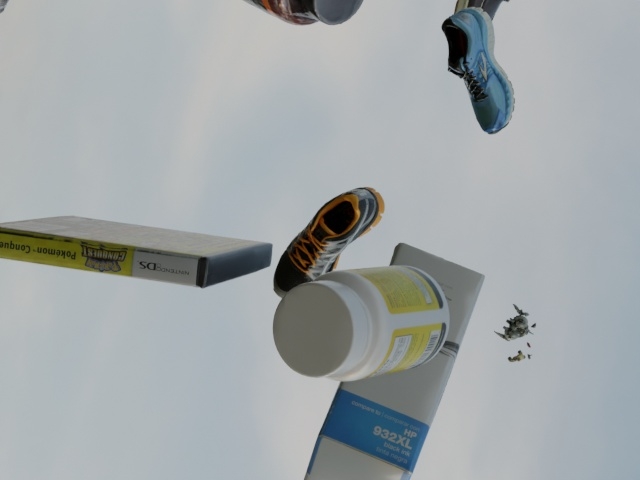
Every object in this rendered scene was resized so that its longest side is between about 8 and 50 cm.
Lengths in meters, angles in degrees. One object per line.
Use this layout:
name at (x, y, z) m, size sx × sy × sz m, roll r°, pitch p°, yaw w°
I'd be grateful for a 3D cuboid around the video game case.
video game case at (-0.204, 0.009, 1.721) m, size 0.275 × 0.248 × 0.035 m, roll -14°, pitch 111°, yaw -78°

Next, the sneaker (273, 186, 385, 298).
sneaker at (0.000, 0.000, 2.336) m, size 0.215 × 0.084 × 0.083 m, roll -50°, pitch 163°, yaw 11°

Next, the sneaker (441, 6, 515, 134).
sneaker at (0.186, -0.207, 1.966) m, size 0.063 × 0.073 × 0.162 m, roll -21°, pitch -94°, yaw 48°

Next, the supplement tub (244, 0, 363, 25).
supplement tub at (-0.041, -0.284, 1.613) m, size 0.198 × 0.106 × 0.106 m, roll 32°, pitch -78°, yaw 42°

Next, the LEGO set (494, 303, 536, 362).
LEGO set at (0.257, 0.123, 2.044) m, size 0.054 × 0.083 × 0.023 m, roll -25°, pitch -157°, yaw 7°

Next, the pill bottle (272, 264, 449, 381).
pill bottle at (0.044, 0.089, 1.705) m, size 0.119 × 0.208 × 0.119 m, roll 1°, pitch -89°, yaw 30°

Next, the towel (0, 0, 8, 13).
towel at (-0.459, -0.369, 1.807) m, size 0.235 × 0.283 × 0.121 m, roll 124°, pitch -36°, yaw -49°

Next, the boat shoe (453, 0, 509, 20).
boat shoe at (0.276, -0.403, 2.298) m, size 0.285 × 0.092 × 0.103 m, roll -66°, pitch 166°, yaw -3°

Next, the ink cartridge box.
ink cartridge box at (0.093, 0.193, 2.065) m, size 0.223 × 0.129 × 0.307 m, roll 103°, pitch 10°, yaw -58°
